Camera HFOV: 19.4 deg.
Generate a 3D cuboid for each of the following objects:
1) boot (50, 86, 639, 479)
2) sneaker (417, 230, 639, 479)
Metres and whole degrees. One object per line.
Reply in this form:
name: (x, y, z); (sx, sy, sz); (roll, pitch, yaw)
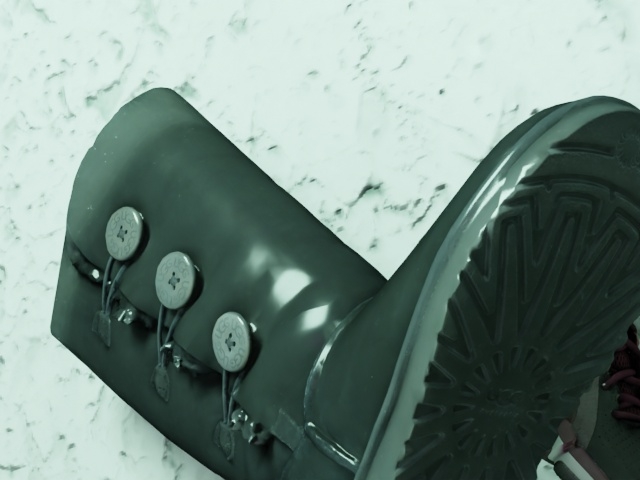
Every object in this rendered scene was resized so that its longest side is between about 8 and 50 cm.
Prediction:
boot: (-0.001, 0.002, 1.265); (0.445, 0.146, 0.367); (40, 106, 51)
sneaker: (0.189, 0.053, 1.227); (0.162, 0.106, 0.281); (-42, 59, 13)
